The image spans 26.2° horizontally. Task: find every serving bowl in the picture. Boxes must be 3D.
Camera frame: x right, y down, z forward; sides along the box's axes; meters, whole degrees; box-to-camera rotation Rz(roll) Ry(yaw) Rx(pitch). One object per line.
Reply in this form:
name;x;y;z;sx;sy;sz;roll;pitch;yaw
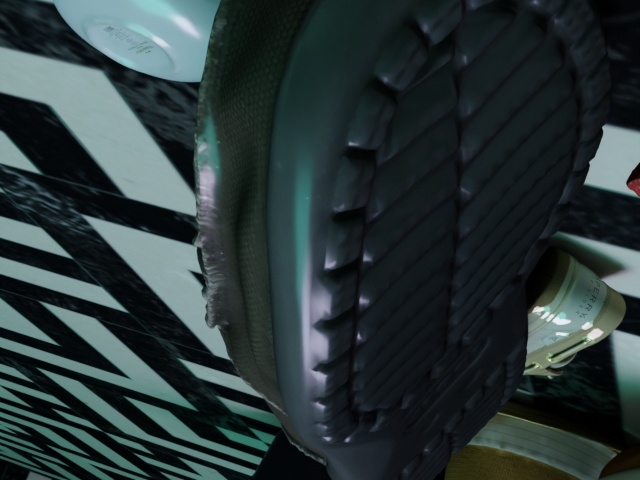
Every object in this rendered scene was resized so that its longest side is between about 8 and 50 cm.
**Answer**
serving bowl;-0.064;-0.081;0.501;0.083;0.027;0.083;20;162;7

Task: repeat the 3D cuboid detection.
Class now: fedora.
fedora;0.140;0.168;0.924;0.194;0.079;0.194;19;163;6

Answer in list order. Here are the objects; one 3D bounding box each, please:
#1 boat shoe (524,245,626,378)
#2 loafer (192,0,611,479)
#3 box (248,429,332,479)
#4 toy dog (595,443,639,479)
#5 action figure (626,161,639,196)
boat shoe;0.100;0.044;0.646;0.045;0.050;0.135;28;162;-3
loafer;0.000;0.000;0.487;0.130;0.134;0.366;41;160;19
box;0.180;0.441;1.172;0.471;0.297;0.480;34;174;-39
toy dog;0.254;0.233;0.668;0.395;0.285;0.408;44;155;-23
action figure;0.241;0.030;0.406;0.280;0.139;0.091;46;163;-3
